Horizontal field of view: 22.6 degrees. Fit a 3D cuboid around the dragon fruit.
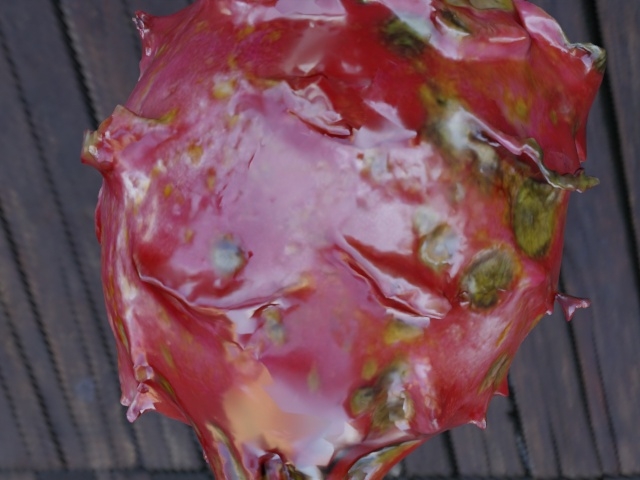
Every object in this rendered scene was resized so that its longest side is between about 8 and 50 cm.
[{"bbox_3d":[0.000,0.000,0.654,0.210,0.205,0.268,12,85,-23],"label":"dragon fruit"}]
